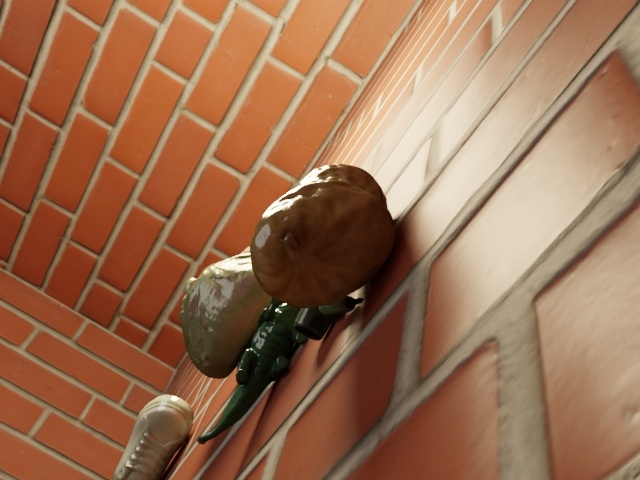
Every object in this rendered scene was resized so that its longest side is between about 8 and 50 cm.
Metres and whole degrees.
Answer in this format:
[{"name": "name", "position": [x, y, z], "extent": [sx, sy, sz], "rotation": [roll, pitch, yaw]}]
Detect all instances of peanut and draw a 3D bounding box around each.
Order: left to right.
[{"name": "peanut", "position": [0.022, -0.013, 0.940], "extent": [0.291, 0.159, 0.143], "rotation": [-49, -33, -65]}]

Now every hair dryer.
[{"name": "hair dryer", "position": [0.021, 0.087, 0.951], "extent": [0.150, 0.047, 0.071], "rotation": [-20, 39, 62]}]

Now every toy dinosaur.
[{"name": "toy dinosaur", "position": [-0.082, 0.176, 1.108], "extent": [0.292, 0.079, 0.120], "rotation": [-61, 1, -41]}]

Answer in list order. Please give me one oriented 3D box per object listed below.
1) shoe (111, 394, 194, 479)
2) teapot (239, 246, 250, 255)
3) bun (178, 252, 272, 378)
[{"name": "shoe", "position": [-0.423, 0.530, 1.770], "extent": [0.363, 0.131, 0.160], "rotation": [-59, 5, 32]}, {"name": "teapot", "position": [-0.164, 0.098, 1.788], "extent": [0.116, 0.159, 0.245], "rotation": [8, -49, -50]}, {"name": "bun", "position": [-0.181, 0.127, 1.452], "extent": [0.283, 0.179, 0.283], "rotation": [-52, -5, -7]}]
